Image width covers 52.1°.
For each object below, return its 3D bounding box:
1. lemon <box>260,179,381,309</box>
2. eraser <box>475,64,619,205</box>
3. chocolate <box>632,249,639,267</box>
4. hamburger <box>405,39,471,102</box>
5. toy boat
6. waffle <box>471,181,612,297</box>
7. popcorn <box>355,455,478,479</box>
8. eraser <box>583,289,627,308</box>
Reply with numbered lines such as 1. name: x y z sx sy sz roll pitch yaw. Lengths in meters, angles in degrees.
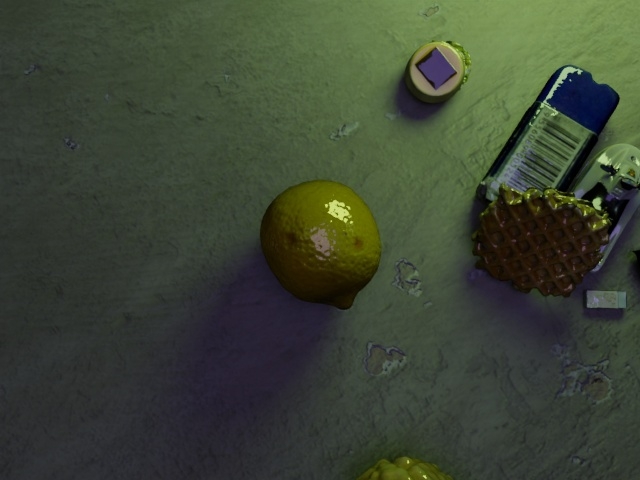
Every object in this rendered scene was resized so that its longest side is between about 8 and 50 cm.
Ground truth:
1. lemon: 0.005 0.007 1.263 0.228 0.228 0.253 -32 70 -3
2. eraser: 0.463 -0.191 1.346 0.155 0.101 0.332 33 85 4
3. chocolate: 0.720 0.058 1.330 0.149 0.125 0.080 -1 95 36
4. hamburger: 0.246 -0.356 1.371 0.127 0.081 0.141 35 98 5
5. toy boat: 0.571 -0.074 1.323 0.141 0.141 0.269 32 100 3
6. waffle: 0.425 0.004 1.281 0.245 0.254 0.052 20 41 9
7. popcorn: 0.154 0.589 1.200 0.382 0.349 0.349 -40 86 22
8. eraser: 0.591 0.122 1.358 0.083 0.019 0.038 2 83 0
